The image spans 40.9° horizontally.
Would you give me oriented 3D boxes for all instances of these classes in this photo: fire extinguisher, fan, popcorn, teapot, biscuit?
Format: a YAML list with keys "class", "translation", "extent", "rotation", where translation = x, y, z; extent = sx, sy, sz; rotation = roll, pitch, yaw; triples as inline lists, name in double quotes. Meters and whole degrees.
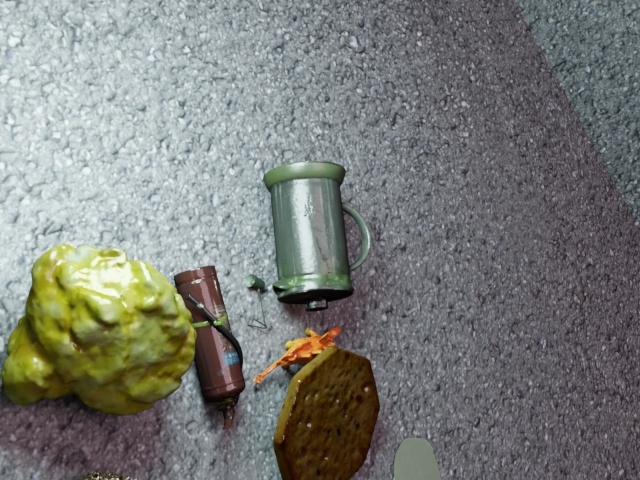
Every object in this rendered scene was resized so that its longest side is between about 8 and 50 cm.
- class: "fire extinguisher"
  translation: [-0.229, 0.227, 1.824]
  extent: [0.141, 0.105, 0.341]
  rotation: [9, 64, -74]
- class: "fan"
  translation: [0.200, 0.605, 2.138]
  extent: [0.310, 0.010, 0.182]
  rotation: [-17, 86, -46]
- class: "popcorn"
  translation: [-0.395, 0.183, 1.594]
  extent: [0.334, 0.293, 0.292]
  rotation: [18, 61, -18]
- class: "teapot"
  translation: [0.000, 0.000, 2.051]
  extent: [0.270, 0.200, 0.337]
  rotation: [3, 75, -31]
- class: "biscuit"
  translation: [0.018, 0.415, 1.958]
  extent: [0.359, 0.046, 0.359]
  rotation: [-8, 101, -49]

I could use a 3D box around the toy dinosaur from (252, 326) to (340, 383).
- class: "toy dinosaur"
  translation: [-0.035, 0.254, 1.987]
  extent: [0.288, 0.117, 0.070]
  rotation: [-24, 92, -46]

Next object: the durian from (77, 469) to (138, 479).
- class: "durian"
  translation: [-0.385, 0.522, 1.575]
  extent: [0.196, 0.167, 0.196]
  rotation: [-14, 110, -42]

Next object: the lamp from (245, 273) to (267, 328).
- class: "lamp"
  translation: [-0.145, 0.141, 1.989]
  extent: [0.054, 0.041, 0.121]
  rotation: [24, 56, -44]
